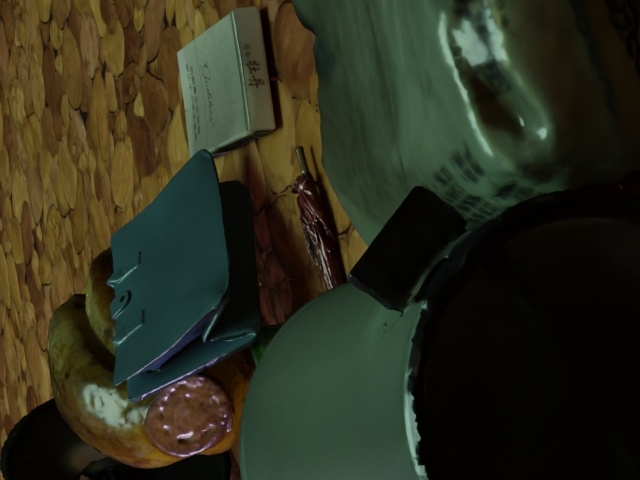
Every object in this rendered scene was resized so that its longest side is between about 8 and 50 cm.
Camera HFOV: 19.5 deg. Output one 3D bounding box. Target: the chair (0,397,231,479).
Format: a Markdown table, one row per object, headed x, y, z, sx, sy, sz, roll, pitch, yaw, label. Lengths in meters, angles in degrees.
| x | y | z | sx | sy | sz | roll | pitch | yaw | label |
| --- | --- | --- | --- | --- | --- | --- | --- | --- | --- |
| -0.216 | 0.369 | 1.895 | 0.226 | 0.226 | 0.401 | -121 | 31 | -47 | chair |

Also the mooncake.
| x | y | z | sx | sy | sz | roll | pitch | yaw | label |
| --- | --- | --- | --- | --- | --- | --- | --- | --- | --- |
| 0.085 | -0.128 | 1.063 | 0.254 | 0.136 | 0.250 | -9 | 97 | 66 | mooncake |

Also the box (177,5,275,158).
| x | y | z | sx | sy | sz | roll | pitch | yaw | label |
| --- | --- | --- | --- | --- | --- | --- | --- | --- | --- |
| -0.086 | -0.137 | 1.667 | 0.198 | 0.029 | 0.109 | 164 | 99 | -70 | box |

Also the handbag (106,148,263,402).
| x | y | z | sx | sy | sz | roll | pitch | yaw | label |
| --- | --- | --- | --- | --- | --- | --- | --- | --- | --- |
| -0.123 | 0.033 | 1.611 | 0.144 | 0.057 | 0.221 | -36 | 35 | 17 | handbag |

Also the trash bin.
| x | y | z | sx | sy | sz | roll | pitch | yaw | label |
| --- | --- | --- | --- | --- | --- | --- | --- | --- | --- |
| 0.095 | 0.103 | 1.006 | 0.277 | 0.217 | 0.262 | 44 | 158 | -9 | trash bin |

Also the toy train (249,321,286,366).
| x | y | z | sx | sy | sz | roll | pitch | yaw | label |
| --- | --- | --- | --- | --- | --- | --- | --- | --- | --- |
| -0.024 | 0.105 | 1.538 | 0.038 | 0.056 | 0.093 | 100 | 156 | -46 | toy train |

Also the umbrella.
| x | y | z | sx | sy | sz | roll | pitch | yaw | label |
| --- | --- | --- | --- | --- | --- | --- | --- | --- | --- |
| 0.000 | 0.000 | 1.493 | 0.027 | 0.025 | 0.165 | -34 | 64 | 42 | umbrella |

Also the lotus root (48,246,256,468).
| x | y | z | sx | sy | sz | roll | pitch | yaw | label |
| --- | --- | --- | --- | --- | --- | --- | --- | --- | --- |
| -0.164 | 0.115 | 1.740 | 0.291 | 0.193 | 0.193 | -138 | 46 | -57 | lotus root |
